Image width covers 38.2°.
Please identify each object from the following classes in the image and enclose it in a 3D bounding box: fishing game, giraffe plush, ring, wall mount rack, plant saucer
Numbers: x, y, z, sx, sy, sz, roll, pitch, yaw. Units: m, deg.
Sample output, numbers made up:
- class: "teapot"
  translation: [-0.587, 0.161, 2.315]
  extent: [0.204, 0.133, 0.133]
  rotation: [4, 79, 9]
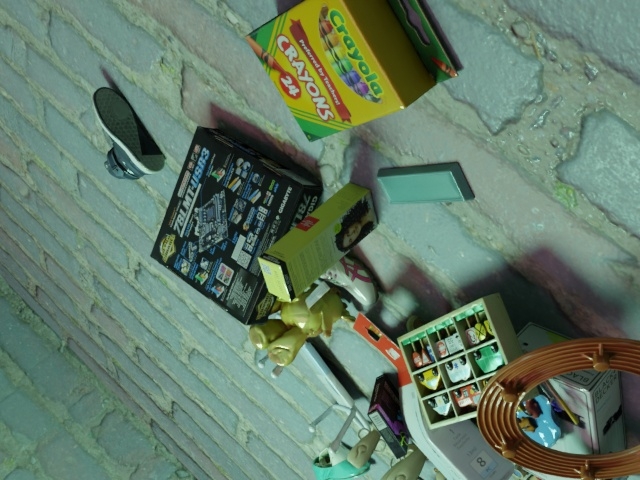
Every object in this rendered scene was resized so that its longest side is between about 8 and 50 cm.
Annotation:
- class: "fishing game"
  translation: [0.303, 0.268, 1.492]
  extent: [0.189, 0.041, 0.264]
  rotation: [56, 154, -1]
- class: "giraffe plush"
  translation: [-0.028, 0.138, 1.845]
  extent: [0.210, 0.170, 0.181]
  rotation: [-27, 79, 24]
- class: "ring"
  translation: [0.396, 0.259, 1.339]
  extent: [0.336, 0.032, 0.337]
  rotation: [4, 135, 4]
- class: "wall mount rack"
  translation: [-0.022, 0.334, 2.072]
  extent: [0.350, 0.130, 0.304]
  rotation: [52, 168, -4]
- class: "plant saucer"
  translation: [0.162, -0.087, 1.480]
  extent: [0.192, 0.018, 0.067]
  rotation: [-1, 124, 54]

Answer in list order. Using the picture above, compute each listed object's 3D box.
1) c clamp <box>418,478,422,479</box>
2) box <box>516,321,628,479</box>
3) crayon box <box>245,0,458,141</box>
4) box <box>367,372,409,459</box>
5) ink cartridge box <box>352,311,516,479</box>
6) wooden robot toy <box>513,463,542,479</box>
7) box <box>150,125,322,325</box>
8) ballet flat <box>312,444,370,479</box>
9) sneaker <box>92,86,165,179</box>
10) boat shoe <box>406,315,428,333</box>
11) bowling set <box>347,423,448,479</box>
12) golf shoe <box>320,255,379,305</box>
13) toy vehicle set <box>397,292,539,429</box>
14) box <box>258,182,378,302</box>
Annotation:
- class: "c clamp"
  translation: [0.234, 0.610, 2.194]
  extent: [0.160, 0.022, 0.137]
  rotation: [2, 126, 54]
- class: "box"
  translation: [0.402, 0.287, 1.507]
  extent: [0.169, 0.087, 0.290]
  rotation: [21, 140, 43]
- class: "crayon box"
  translation: [0.036, -0.275, 1.369]
  extent: [0.318, 0.081, 0.202]
  rotation: [-11, 114, 58]
- class: "box"
  translation: [0.145, 0.359, 1.906]
  extent: [0.029, 0.162, 0.116]
  rotation: [-30, 102, 17]
- class: "ink cartridge box"
  translation: [0.176, 0.312, 1.750]
  extent: [0.385, 0.091, 0.308]
  rotation: [45, 172, 7]
- class: "wooden robot toy"
  translation: [0.391, 0.473, 1.752]
  extent: [0.173, 0.079, 0.076]
  rotation: [42, 151, 15]
- class: "box"
  translation: [-0.172, -0.032, 1.791]
  extent: [0.293, 0.073, 0.296]
  rotation: [31, 105, 33]
- class: "ballet flat"
  translation: [0.041, 0.569, 2.364]
  extent: [0.087, 0.083, 0.247]
  rotation: [63, 150, 6]
- class: "sneaker"
  translation: [-0.470, -0.236, 2.126]
  extent: [0.163, 0.086, 0.226]
  rotation: [-10, 117, 55]
- class: "boat shoe"
  translation: [0.213, 0.190, 1.706]
  extent: [0.135, 0.050, 0.045]
  rotation: [47, 150, -16]
- class: "bowling set"
  translation: [0.211, 0.507, 2.019]
  extent: [0.287, 0.154, 0.200]
  rotation: [34, 166, 24]
- class: "golf shoe"
  translation: [0.033, 0.059, 1.763]
  extent: [0.186, 0.086, 0.067]
  rotation: [49, 149, -2]
- class: "toy vehicle set"
  translation: [0.228, 0.199, 1.486]
  extent: [0.267, 0.035, 0.166]
  rotation: [-39, 69, 58]
- class: "box"
  translation: [0.000, 0.000, 1.585]
  extent: [0.058, 0.232, 0.087]
  rotation: [24, 143, 39]
